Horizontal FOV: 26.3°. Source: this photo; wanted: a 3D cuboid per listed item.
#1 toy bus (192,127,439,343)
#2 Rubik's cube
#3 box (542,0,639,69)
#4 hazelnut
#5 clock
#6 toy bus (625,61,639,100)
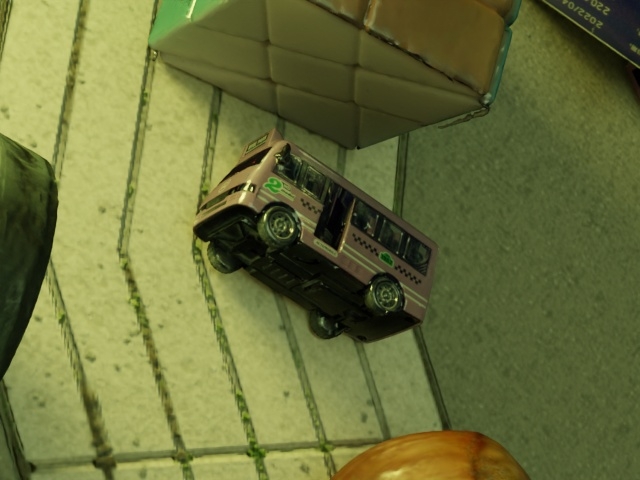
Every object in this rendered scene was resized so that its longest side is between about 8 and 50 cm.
[{"bbox_3d":[0.000,0.000,1.146,0.199,0.096,0.108,34,57,-23],"label":"toy bus"},{"bbox_3d":[0.023,-0.229,1.139,0.221,0.231,0.225,25,71,-25],"label":"Rubik's cube"},{"bbox_3d":[0.367,-0.314,1.417,0.200,0.106,0.299,39,53,17],"label":"box"},{"bbox_3d":[0.087,0.258,1.090,0.214,0.176,0.214,-2,58,2],"label":"hazelnut"},{"bbox_3d":[-0.243,0.035,0.902,0.049,0.226,0.226,23,65,-28],"label":"clock"},{"bbox_3d":[0.414,-0.201,1.473,0.178,0.087,0.098,-34,95,-34],"label":"toy bus"}]
